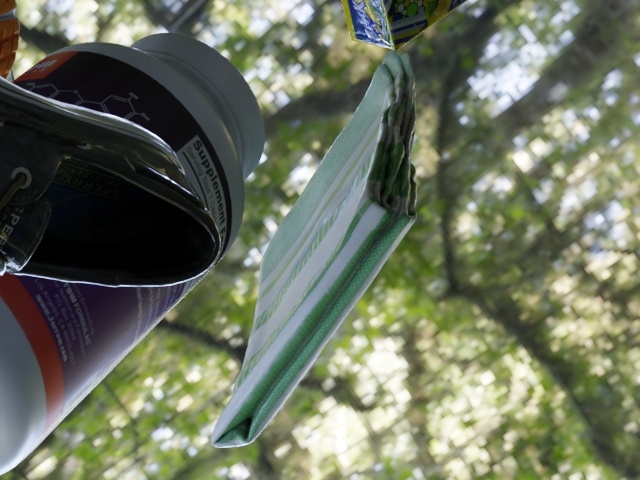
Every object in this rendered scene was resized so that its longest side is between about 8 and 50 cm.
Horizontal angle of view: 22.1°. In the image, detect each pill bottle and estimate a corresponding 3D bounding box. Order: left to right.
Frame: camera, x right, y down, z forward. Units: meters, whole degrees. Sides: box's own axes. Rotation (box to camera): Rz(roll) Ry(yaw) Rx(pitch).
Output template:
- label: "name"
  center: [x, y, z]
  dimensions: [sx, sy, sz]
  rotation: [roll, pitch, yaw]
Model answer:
- label: "pill bottle"
  center: [-0.170, -0.008, 1.043]
  dimensions: [0.181, 0.181, 0.323]
  rotation: [48, -135, -6]

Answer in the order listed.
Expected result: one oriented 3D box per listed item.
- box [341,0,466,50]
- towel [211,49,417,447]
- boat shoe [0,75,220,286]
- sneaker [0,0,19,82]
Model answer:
- label: "box"
  center: [0.093, -0.223, 1.350]
  dimensions: [0.169, 0.054, 0.059]
  rotation: [-37, -52, -29]
- label: "towel"
  center: [0.000, 0.000, 1.275]
  dimensions: [0.038, 0.248, 0.325]
  rotation: [29, -157, -10]
- label: "boat shoe"
  center: [-0.127, -0.017, 0.648]
  dimensions: [0.076, 0.080, 0.228]
  rotation: [43, -163, 35]
- label: "sneaker"
  center: [-0.286, -0.134, 1.300]
  dimensions: [0.099, 0.121, 0.263]
  rotation: [-19, -63, -19]
